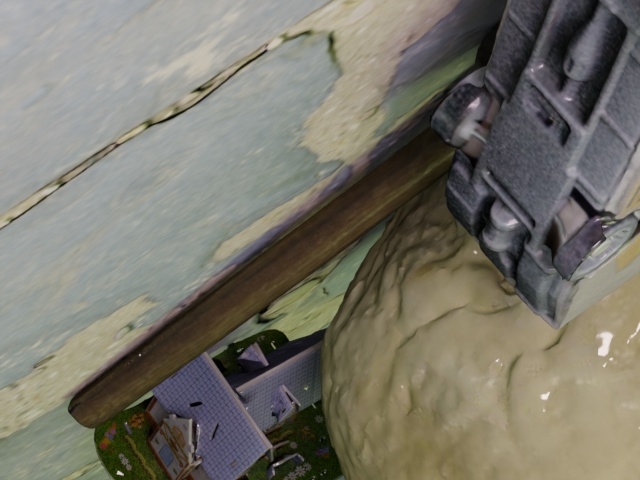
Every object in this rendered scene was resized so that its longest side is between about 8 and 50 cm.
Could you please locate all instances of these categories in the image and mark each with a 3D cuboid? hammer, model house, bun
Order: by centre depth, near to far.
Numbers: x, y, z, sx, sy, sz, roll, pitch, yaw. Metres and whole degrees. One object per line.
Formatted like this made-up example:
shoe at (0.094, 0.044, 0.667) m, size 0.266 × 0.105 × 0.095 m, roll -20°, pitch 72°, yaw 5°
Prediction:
hammer at (0.000, 0.000, 0.959) m, size 0.365 × 0.043 × 0.111 m, roll -37°, pitch 169°, yaw 22°
bun at (0.156, 0.048, 1.017) m, size 0.352 × 0.349 × 0.227 m, roll -12°, pitch 139°, yaw 34°
model house at (-0.045, 0.111, 1.129) m, size 0.167 × 0.117 × 0.088 m, roll -25°, pitch 163°, yaw -32°

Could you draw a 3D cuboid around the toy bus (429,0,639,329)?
toy bus at (0.135, -0.089, 0.706) m, size 0.138 × 0.097 × 0.342 m, roll -33°, pitch 160°, yaw -20°
